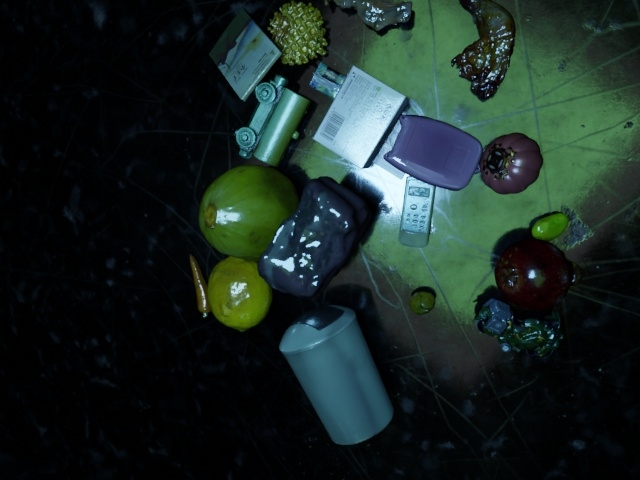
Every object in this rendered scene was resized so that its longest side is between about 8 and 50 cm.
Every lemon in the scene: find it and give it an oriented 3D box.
[{"bbox_3d":[-0.287,0.183,1.578,0.234,0.233,0.287,-6,97,18],"label":"lemon"}]

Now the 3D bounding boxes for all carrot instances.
[{"bbox_3d":[-0.467,0.173,1.728,0.061,0.061,0.256,-14,87,19],"label":"carrot"}]

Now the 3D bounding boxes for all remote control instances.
[{"bbox_3d":[0.315,-0.093,1.441,0.098,0.038,0.233,8,102,15],"label":"remote control"}]

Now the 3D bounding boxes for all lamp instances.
[{"bbox_3d":[0.557,-0.221,1.285,0.182,0.140,0.181,-6,83,60],"label":"lamp"}]

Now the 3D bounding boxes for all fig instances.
[{"bbox_3d":[-0.242,-0.092,1.453,0.344,0.343,0.342,3,101,16],"label":"fig"},{"bbox_3d":[0.332,0.212,1.462,0.084,0.098,0.081,12,105,26],"label":"fig"}]

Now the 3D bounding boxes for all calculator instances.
[{"bbox_3d":[0.358,-0.272,1.372,0.294,0.043,0.194,23,94,6],"label":"calculator"}]

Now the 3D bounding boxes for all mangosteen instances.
[{"bbox_3d":[0.650,0.101,1.303,0.258,0.215,0.214,2,103,-18],"label":"mangosteen"}]

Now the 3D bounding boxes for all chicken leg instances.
[{"bbox_3d":[0.475,-0.579,1.284,0.178,0.083,0.322,11,106,30],"label":"chicken leg"}]

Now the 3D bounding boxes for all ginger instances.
[{"bbox_3d":[0.148,-0.731,1.359,0.290,0.084,0.122,30,86,13],"label":"ginger"}]

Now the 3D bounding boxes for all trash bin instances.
[{"bbox_3d":[0.052,0.432,1.500,0.281,0.280,0.431,-23,96,20],"label":"trash bin"}]

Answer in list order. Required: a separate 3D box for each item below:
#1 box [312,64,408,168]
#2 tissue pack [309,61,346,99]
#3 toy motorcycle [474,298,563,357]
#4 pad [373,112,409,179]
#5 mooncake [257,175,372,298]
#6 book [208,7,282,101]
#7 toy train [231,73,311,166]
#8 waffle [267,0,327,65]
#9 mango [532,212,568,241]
[{"bbox_3d":[0.127,-0.384,1.405,0.195,0.111,0.260,35,106,8],"label":"box"},{"bbox_3d":[0.030,-0.510,1.426,0.111,0.079,0.085,33,109,8],"label":"tissue pack"},{"bbox_3d":[0.624,0.266,1.362,0.275,0.124,0.187,24,126,-3],"label":"toy motorcycle"},{"bbox_3d":[0.266,-0.304,1.433,0.113,0.006,0.187,33,109,8],"label":"pad"},{"bbox_3d":[0.000,0.000,1.388,0.212,0.351,0.381,33,109,9],"label":"mooncake"},{"bbox_3d":[-0.256,-0.617,1.461,0.201,0.026,0.289,-46,59,18],"label":"book"},{"bbox_3d":[-0.164,-0.392,1.483,0.190,0.126,0.307,33,107,10],"label":"toy train"},{"bbox_3d":[-0.080,-0.670,1.435,0.197,0.070,0.192,-1,101,17],"label":"waffle"},{"bbox_3d":[0.690,-0.041,1.326,0.108,0.056,0.073,-40,93,17],"label":"mango"}]
